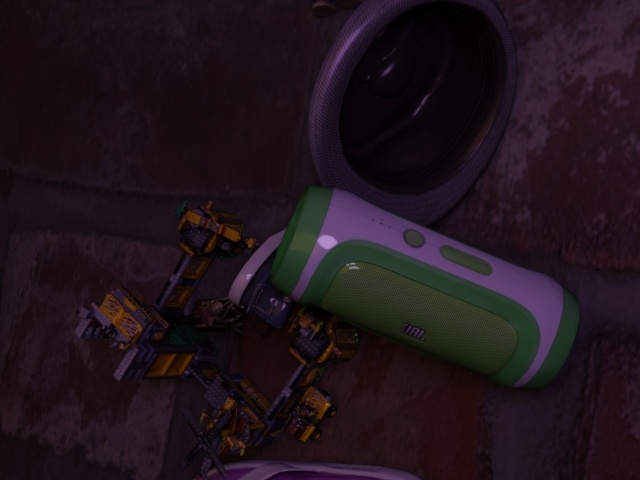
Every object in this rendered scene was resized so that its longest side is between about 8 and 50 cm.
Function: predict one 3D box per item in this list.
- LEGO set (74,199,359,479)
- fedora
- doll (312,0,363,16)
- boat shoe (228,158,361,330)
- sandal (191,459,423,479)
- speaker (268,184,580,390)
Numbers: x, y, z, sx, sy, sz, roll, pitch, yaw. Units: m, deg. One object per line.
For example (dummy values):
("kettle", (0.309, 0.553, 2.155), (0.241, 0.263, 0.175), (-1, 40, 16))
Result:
("LEGO set", (-0.137, 0.107, 1.149), (0.255, 0.192, 0.331), (-49, 64, 17))
("fedora", (0.085, -0.161, 1.056), (0.124, 0.244, 0.275), (41, 111, 58))
("doll", (0.006, -0.381, 1.201), (0.129, 0.046, 0.189), (-9, 81, 29))
("boat shoe", (0.000, 0.000, 1.082), (0.079, 0.254, 0.095), (36, 140, 9))
("sandal", (-0.059, 0.338, 1.130), (0.416, 0.102, 0.169), (-19, 75, 28))
("speaker", (0.103, 0.049, 0.971), (0.297, 0.131, 0.131), (22, 98, -6))
